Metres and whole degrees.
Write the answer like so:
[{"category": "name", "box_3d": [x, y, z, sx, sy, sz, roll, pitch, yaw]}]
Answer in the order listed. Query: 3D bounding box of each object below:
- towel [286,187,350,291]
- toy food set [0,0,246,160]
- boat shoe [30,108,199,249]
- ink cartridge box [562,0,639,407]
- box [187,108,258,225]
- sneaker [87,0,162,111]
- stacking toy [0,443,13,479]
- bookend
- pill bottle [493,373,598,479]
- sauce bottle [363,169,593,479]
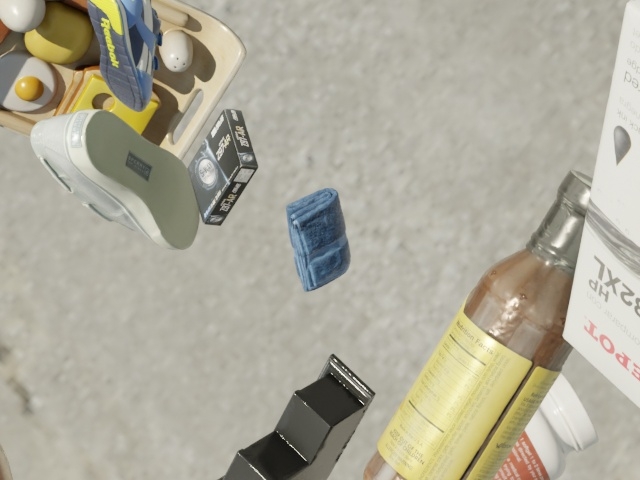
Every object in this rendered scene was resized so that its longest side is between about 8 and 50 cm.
[{"category": "towel", "box_3d": [0.000, 0.000, 2.036, 0.029, 0.067, 0.119, 46, 157, 43]}, {"category": "toy food set", "box_3d": [-0.262, -0.174, 1.926, 0.306, 0.092, 0.220, 22, 118, -24]}, {"category": "boat shoe", "box_3d": [-0.190, -0.059, 1.709, 0.081, 0.079, 0.227, 3, 158, 28]}, {"category": "ink cartridge box", "box_3d": [0.291, 0.002, 1.188, 0.223, 0.129, 0.307, 45, 148, 34]}, {"category": "box", "box_3d": [-0.086, -0.064, 1.609, 0.083, 0.018, 0.067, -54, 42, 42]}, {"category": "sneaker", "box_3d": [-0.169, -0.179, 1.666, 0.053, 0.059, 0.144, 29, 144, 26]}, {"category": "stacking toy", "box_3d": [-0.266, 0.332, 1.206, 0.480, 0.350, 0.351, 37, 152, 42]}, {"category": "bookend", "box_3d": [-0.037, 0.229, 2.063, 0.072, 0.157, 0.156, 42, 131, 19]}, {"category": "pill bottle", "box_3d": [0.199, 0.240, 2.072, 0.121, 0.216, 0.121, 62, 180, 1]}, {"category": "sauce bottle", "box_3d": [0.166, 0.099, 1.648, 0.111, 0.344, 0.111, 31, -169, -7]}]
